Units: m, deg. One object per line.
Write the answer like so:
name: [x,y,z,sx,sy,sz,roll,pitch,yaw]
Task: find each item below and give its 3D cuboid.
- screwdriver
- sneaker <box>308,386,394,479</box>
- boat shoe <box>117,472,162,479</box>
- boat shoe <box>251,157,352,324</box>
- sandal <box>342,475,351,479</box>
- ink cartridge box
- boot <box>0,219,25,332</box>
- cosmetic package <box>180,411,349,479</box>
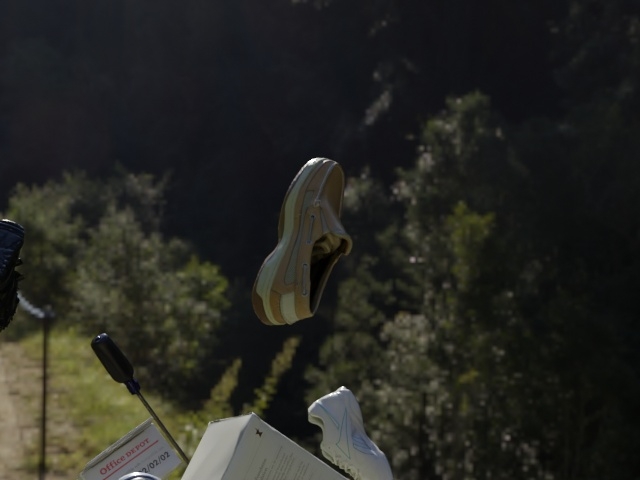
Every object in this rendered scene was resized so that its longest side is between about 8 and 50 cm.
screwdriver: [-0.171,0.156,1.127,0.025,0.170,0.024,0,39,41]
sneaker: [0.035,0.246,1.347,0.061,0.152,0.053,-19,-26,-23]
boat shoe: [-0.177,0.324,1.042,0.108,0.102,0.301,14,44,-4]
boat shoe: [0.000,0.000,1.119,0.072,0.190,0.068,-3,-35,32]
sandal: [0.020,0.385,1.607,0.060,0.090,0.219,13,-37,-11]
ink cartridge box: [-0.229,0.278,1.366,0.104,0.061,0.181,-35,-10,-29]
boot: [-0.299,0.049,1.033,0.045,0.099,0.121,21,36,2]
cosmetic package: [-0.065,0.224,0.650,0.099,0.239,0.060,40,-31,-22]
